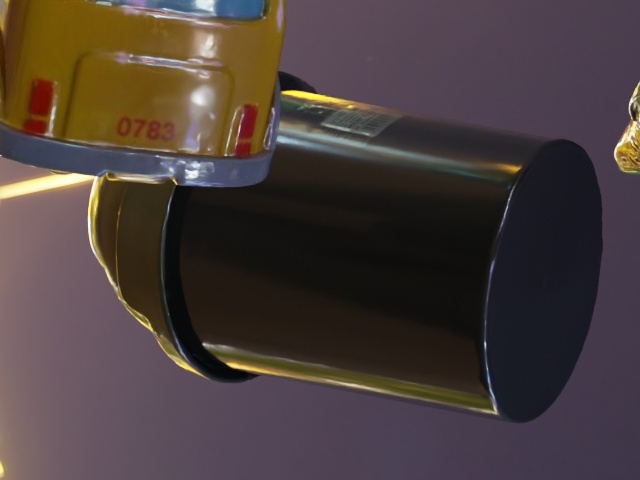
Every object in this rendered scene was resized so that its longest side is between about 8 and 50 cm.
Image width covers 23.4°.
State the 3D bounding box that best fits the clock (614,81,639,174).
[{"bbox_3d":[0.333,-0.092,1.204,0.231,0.144,0.103,-15,-130,35],"label":"clock"}]

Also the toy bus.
[{"bbox_3d":[-0.089,-0.117,0.669,0.209,0.126,0.136,-123,-137,-58],"label":"toy bus"}]

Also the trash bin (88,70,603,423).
[{"bbox_3d":[0.000,0.000,1.015,0.334,0.214,0.214,11,-68,29],"label":"trash bin"}]
